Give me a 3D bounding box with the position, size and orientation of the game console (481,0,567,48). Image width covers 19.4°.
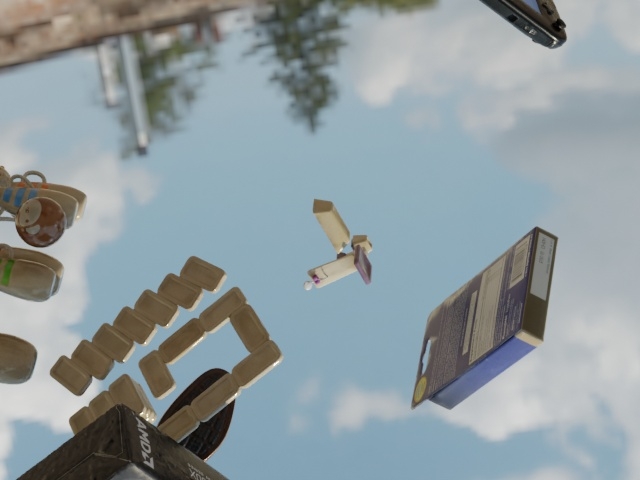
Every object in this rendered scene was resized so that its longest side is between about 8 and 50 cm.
[{"bbox_3d":[0.125,-0.319,1.908,0.044,0.361,0.213,-33,-137,32],"label":"game console"}]

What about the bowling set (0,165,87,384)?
[{"bbox_3d":[-0.351,-0.009,2.028,0.154,0.200,0.287,14,-127,-3],"label":"bowling set"}]

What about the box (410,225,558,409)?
[{"bbox_3d":[0.176,0.093,2.021,0.225,0.036,0.136,-42,-152,50],"label":"box"}]

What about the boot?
[{"bbox_3d":[-0.171,0.257,2.258,0.082,0.219,0.106,28,165,-3],"label":"boot"}]

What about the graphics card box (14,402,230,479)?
[{"bbox_3d":[-0.162,0.340,1.926,0.233,0.371,0.094,-36,-142,16],"label":"graphics card box"}]

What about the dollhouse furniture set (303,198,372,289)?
[{"bbox_3d":[0.000,0.000,2.199,0.081,0.114,0.091,-23,-153,16],"label":"dollhouse furniture set"}]

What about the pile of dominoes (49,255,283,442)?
[{"bbox_3d":[-0.171,0.145,2.087,0.251,0.040,0.196,-38,-128,7],"label":"pile of dominoes"}]
